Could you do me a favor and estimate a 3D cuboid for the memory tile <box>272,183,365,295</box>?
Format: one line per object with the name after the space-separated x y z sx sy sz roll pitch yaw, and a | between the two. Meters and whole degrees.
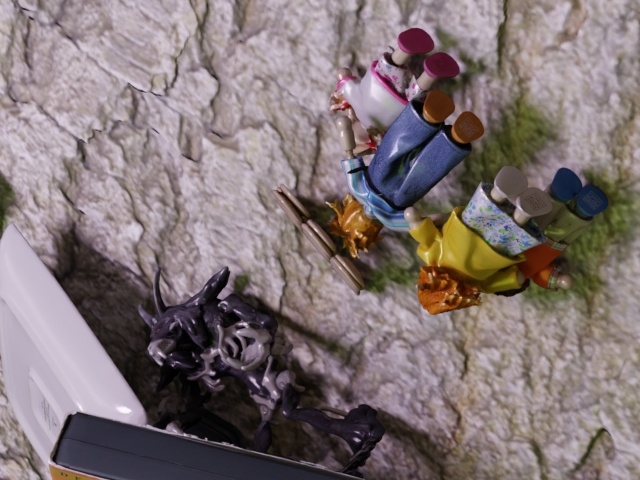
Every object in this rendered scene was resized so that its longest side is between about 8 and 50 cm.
0.000 0.000 1.537 0.113 0.012 0.148 49 179 3 | memory tile

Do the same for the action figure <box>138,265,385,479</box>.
-0.078 0.135 1.655 0.275 0.141 0.164 36 114 13 | action figure

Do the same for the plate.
-0.252 0.165 1.777 0.278 0.045 0.277 50 151 32 | plate

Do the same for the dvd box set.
-0.081 0.309 1.664 0.307 0.062 0.420 12 148 7 | dvd box set

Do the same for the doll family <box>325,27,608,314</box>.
0.086 -0.032 1.440 0.263 0.118 0.163 44 135 6 | doll family

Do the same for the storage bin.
-0.144 0.242 1.812 0.098 0.091 0.135 28 130 21 | storage bin
